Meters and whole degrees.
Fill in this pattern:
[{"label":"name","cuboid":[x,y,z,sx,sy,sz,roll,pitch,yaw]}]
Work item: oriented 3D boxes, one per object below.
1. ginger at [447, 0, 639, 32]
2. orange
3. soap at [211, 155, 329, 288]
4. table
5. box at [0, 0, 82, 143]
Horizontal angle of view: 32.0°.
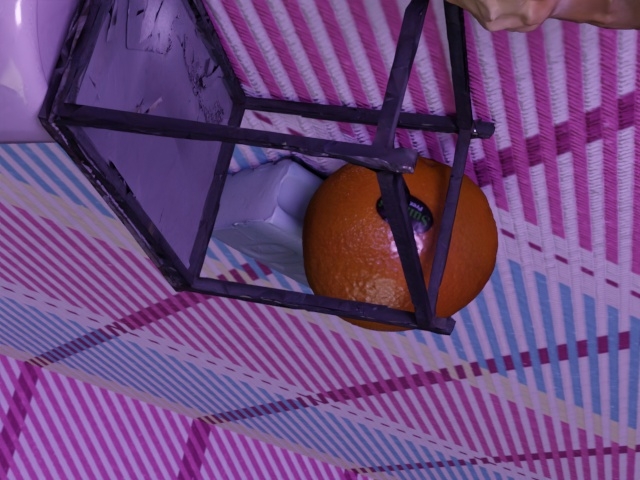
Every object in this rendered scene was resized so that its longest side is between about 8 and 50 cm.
[{"label":"ginger","cuboid":[0.171,-0.193,0.678,0.267,0.152,0.138,-9,131,3]},{"label":"orange","cuboid":[0.080,0.001,1.148,0.206,0.206,0.206,12,159,5]},{"label":"soap","cuboid":[0.000,0.000,1.321,0.261,0.094,0.150,28,154,-34]},{"label":"table","cuboid":[-0.013,-0.095,0.918,0.272,0.222,0.335,9,159,15]},{"label":"box","cuboid":[-0.280,-0.183,0.826,0.206,0.262,0.291,3,156,9]}]
